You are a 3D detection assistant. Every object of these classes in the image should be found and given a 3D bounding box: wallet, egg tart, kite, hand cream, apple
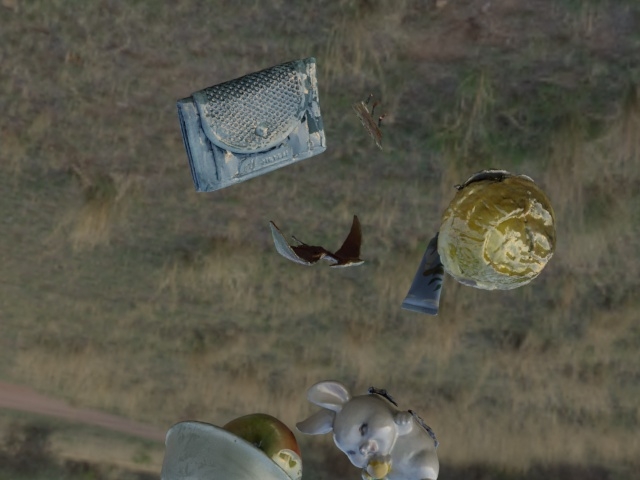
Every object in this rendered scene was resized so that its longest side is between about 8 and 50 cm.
[{"bbox_3d":[-0.143,-0.260,2.003,0.342,0.237,0.075,-22,-147,-22],"label":"wallet"},{"bbox_3d":[0.324,-0.006,1.558,0.252,0.232,0.098,49,174,-25],"label":"egg tart"},{"bbox_3d":[0.120,-0.278,2.030,0.016,0.127,0.229,-25,-166,20],"label":"kite"},{"bbox_3d":[0.284,0.082,2.256,0.091,0.271,0.058,13,137,14],"label":"hand cream"},{"bbox_3d":[-0.140,0.471,1.890,0.207,0.174,0.188,-8,140,5],"label":"apple"}]

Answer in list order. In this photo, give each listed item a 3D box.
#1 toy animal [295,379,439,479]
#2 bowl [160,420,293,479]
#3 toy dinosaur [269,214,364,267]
[{"bbox_3d":[0.112,0.421,1.890,0.325,0.154,0.209,27,131,12],"label":"toy animal"},{"bbox_3d":[-0.177,0.471,1.532,0.313,0.146,0.313,20,137,19],"label":"bowl"},{"bbox_3d":[-0.010,-0.002,2.138,0.327,0.113,0.206,7,-168,-30],"label":"toy dinosaur"}]
